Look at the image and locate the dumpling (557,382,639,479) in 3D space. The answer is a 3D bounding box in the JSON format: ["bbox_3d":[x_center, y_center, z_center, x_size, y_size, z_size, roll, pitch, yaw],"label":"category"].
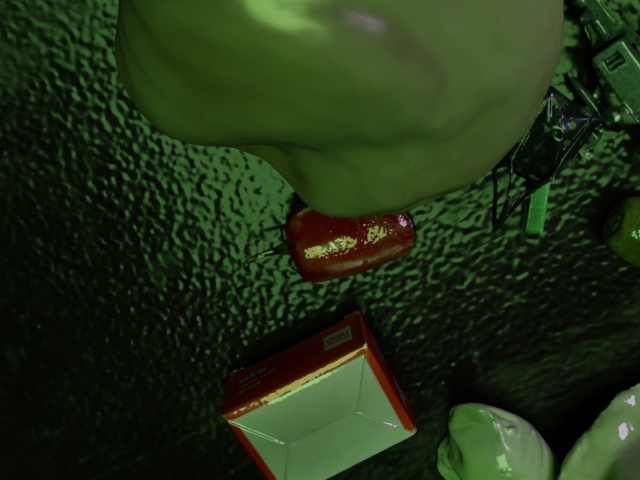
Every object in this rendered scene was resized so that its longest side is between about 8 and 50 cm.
[{"bbox_3d":[0.436,0.293,0.895,0.395,0.233,0.316,0,75,-8],"label":"dumpling"}]

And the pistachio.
[{"bbox_3d":[0.012,-0.187,0.684,0.365,0.281,0.445,-18,140,19],"label":"pistachio"}]

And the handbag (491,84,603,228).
[{"bbox_3d":[0.204,-0.072,0.815,0.072,0.115,0.139,26,85,-2],"label":"handbag"}]

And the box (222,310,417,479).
[{"bbox_3d":[-0.003,0.182,0.922,0.182,0.099,0.133,-29,107,7],"label":"box"}]

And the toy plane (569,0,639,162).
[{"bbox_3d":[0.296,-0.179,0.817,0.262,0.088,0.192,47,129,-9],"label":"toy plane"}]

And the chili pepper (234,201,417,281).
[{"bbox_3d":[0.000,0.000,0.871,0.192,0.086,0.084,-18,135,-4],"label":"chili pepper"}]

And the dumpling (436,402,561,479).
[{"bbox_3d":[0.194,0.255,0.955,0.169,0.100,0.134,32,143,-27],"label":"dumpling"}]

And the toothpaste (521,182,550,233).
[{"bbox_3d":[0.233,-0.049,0.891,0.020,0.017,0.083,3,107,-4],"label":"toothpaste"}]

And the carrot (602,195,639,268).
[{"bbox_3d":[0.467,0.050,0.895,0.358,0.074,0.074,25,105,-9],"label":"carrot"}]
